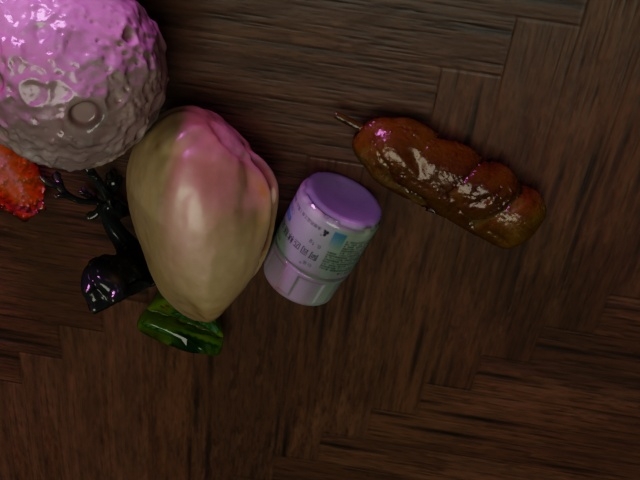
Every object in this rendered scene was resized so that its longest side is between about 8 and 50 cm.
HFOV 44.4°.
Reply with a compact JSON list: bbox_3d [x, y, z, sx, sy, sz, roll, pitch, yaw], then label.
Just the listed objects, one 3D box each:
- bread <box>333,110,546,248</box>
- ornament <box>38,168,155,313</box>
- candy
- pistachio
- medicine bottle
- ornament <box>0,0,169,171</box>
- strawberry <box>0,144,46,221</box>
[{"bbox_3d":[0.167,-0.091,1.124,0.344,0.084,0.124,27,122,-10],"label":"bread"},{"bbox_3d":[-0.335,-0.020,1.164,0.080,0.202,0.236,-28,92,20],"label":"ornament"},{"bbox_3d":[-0.197,0.071,1.289,0.149,0.069,0.246,23,118,-5],"label":"candy"},{"bbox_3d":[-0.172,-0.035,1.129,0.214,0.193,0.318,5,111,7],"label":"pistachio"},{"bbox_3d":[0.000,0.000,1.178,0.135,0.135,0.168,24,124,-8],"label":"medicine bottle"},{"bbox_3d":[-0.318,-0.225,1.002,0.259,0.259,0.225,24,121,-8],"label":"ornament"},{"bbox_3d":[-0.499,-0.109,1.184,0.082,0.121,0.188,6,134,41],"label":"strawberry"}]
